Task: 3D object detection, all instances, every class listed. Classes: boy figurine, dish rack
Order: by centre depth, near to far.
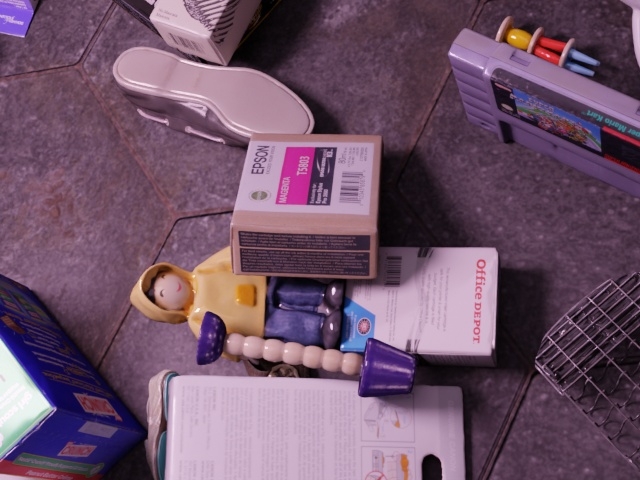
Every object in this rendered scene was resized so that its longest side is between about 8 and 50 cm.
[{"bbox_3d":[0.415,0.183,1.356,0.208,0.074,0.271,-39,65,-3],"label":"dish rack"},{"bbox_3d":[-0.112,0.075,1.452,0.285,0.092,0.177,10,70,-2],"label":"boy figurine"}]

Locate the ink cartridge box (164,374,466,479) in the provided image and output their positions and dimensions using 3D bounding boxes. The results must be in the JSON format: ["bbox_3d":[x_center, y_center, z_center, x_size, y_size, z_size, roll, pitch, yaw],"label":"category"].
[{"bbox_3d":[-0.008,0.336,1.389,0.385,0.091,0.308,3,73,-9],"label":"ink cartridge box"}]

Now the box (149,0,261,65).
[{"bbox_3d":[-0.136,-0.408,1.610,0.113,0.094,0.275,21,78,19],"label":"box"}]

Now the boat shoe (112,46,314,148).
[{"bbox_3d":[-0.157,-0.204,1.637,0.335,0.095,0.112,21,66,15],"label":"boat shoe"}]

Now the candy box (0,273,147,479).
[{"bbox_3d":[-0.416,0.173,1.457,0.122,0.268,0.317,-45,67,-1],"label":"candy box"}]

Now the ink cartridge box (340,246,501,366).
[{"bbox_3d":[0.138,0.090,1.447,0.203,0.086,0.148,1,70,14],"label":"ink cartridge box"}]

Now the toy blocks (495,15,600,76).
[{"bbox_3d":[0.310,-0.248,1.536,0.148,0.054,0.123,25,65,21],"label":"toy blocks"}]

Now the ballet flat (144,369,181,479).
[{"bbox_3d":[-0.219,0.264,1.501,0.052,0.057,0.168,-17,60,38],"label":"ballet flat"}]

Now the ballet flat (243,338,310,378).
[{"bbox_3d":[-0.089,0.119,1.508,0.084,0.058,0.250,-27,67,4],"label":"ballet flat"}]

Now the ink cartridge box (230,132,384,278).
[{"bbox_3d":[-0.013,-0.052,1.462,0.193,0.088,0.234,2,37,3],"label":"ink cartridge box"}]

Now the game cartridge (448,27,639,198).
[{"bbox_3d":[0.338,-0.144,1.404,0.355,0.230,0.068,29,86,22],"label":"game cartridge"}]

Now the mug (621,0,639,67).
[{"bbox_3d":[0.543,-0.359,1.434,0.328,0.276,0.374,11,104,23],"label":"mug"}]

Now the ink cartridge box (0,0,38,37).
[{"bbox_3d":[-0.562,-0.462,1.845,0.206,0.045,0.208,13,75,17],"label":"ink cartridge box"}]

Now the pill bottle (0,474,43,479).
[{"bbox_3d":[-0.345,0.466,1.369,0.204,0.204,0.361,-40,66,-3],"label":"pill bottle"}]

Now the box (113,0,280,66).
[{"bbox_3d":[-0.211,-0.454,1.737,0.322,0.079,0.257,38,85,23],"label":"box"}]

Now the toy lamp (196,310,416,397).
[{"bbox_3d":[-0.016,0.148,1.370,0.275,0.080,0.080,10,73,3],"label":"toy lamp"}]
